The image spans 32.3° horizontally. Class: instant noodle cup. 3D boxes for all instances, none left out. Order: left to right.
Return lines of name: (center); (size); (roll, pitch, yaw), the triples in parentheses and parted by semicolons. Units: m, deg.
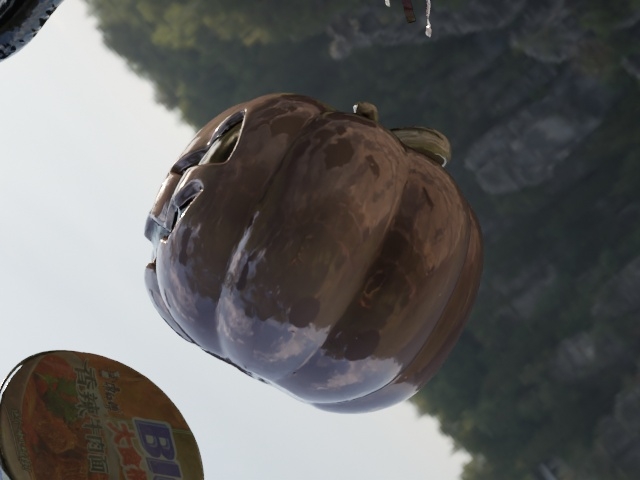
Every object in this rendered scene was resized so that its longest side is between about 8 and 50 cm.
instant noodle cup: (-0.324, 0.312, 1.393); (0.296, 0.214, 0.296); (30, -147, -22)

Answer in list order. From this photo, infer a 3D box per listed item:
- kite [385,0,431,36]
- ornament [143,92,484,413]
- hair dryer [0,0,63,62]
kite: (0.036, -0.381, 1.131); (0.204, 0.022, 0.360); (47, 166, 51)
ornament: (0.000, 0.000, 0.588); (0.177, 0.177, 0.177); (50, -175, -6)
hair dryer: (-0.260, -0.215, 0.923); (0.120, 0.359, 0.304); (21, -132, -53)
